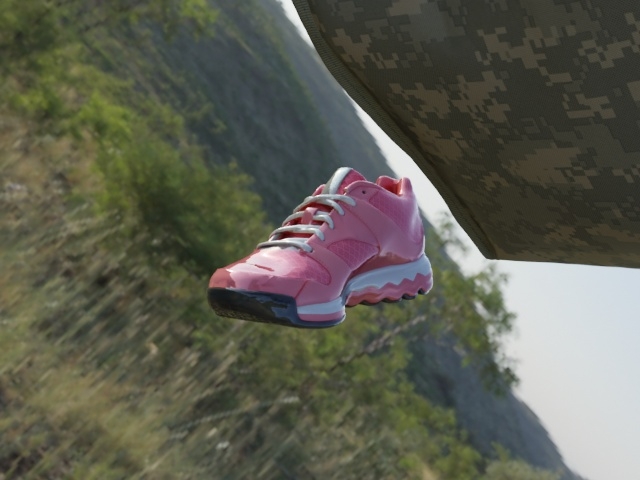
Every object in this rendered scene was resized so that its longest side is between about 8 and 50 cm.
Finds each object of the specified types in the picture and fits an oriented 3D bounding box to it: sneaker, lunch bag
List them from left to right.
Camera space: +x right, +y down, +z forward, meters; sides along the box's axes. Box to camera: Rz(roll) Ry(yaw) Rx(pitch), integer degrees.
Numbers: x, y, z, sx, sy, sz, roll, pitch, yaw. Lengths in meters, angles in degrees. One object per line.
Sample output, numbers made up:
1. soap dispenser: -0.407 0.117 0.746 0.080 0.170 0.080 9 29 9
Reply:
1. sneaker: 0.000 0.000 0.946 0.116 0.136 0.314 4 9 34
2. lunch bag: 0.141 -0.116 0.528 0.235 0.169 0.287 5 -30 46
